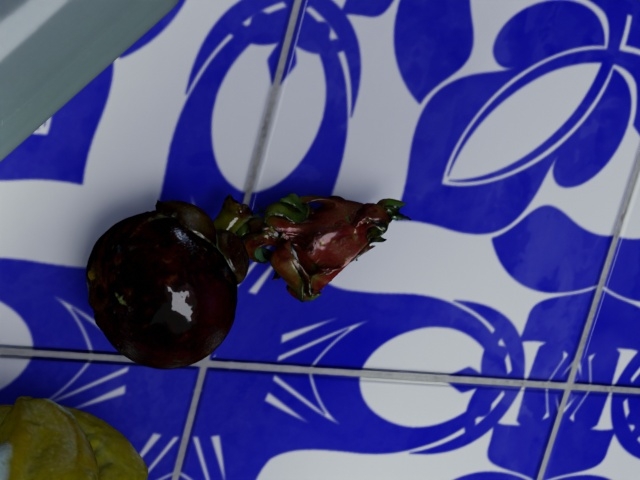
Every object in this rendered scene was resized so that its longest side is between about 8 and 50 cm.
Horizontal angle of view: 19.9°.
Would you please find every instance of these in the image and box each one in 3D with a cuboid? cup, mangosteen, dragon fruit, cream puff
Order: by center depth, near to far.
[{"bbox_3d":[-0.279,-0.216,1.640,0.312,0.205,0.205,-42,124,-8],"label":"cup"},{"bbox_3d":[-0.307,0.310,1.832,0.378,0.275,0.378,-14,146,-9],"label":"cream puff"},{"bbox_3d":[-0.148,0.047,1.851,0.184,0.172,0.172,-7,116,-46],"label":"mangosteen"},{"bbox_3d":[0.000,0.000,1.930,0.175,0.142,0.138,22,136,-13],"label":"dragon fruit"}]
